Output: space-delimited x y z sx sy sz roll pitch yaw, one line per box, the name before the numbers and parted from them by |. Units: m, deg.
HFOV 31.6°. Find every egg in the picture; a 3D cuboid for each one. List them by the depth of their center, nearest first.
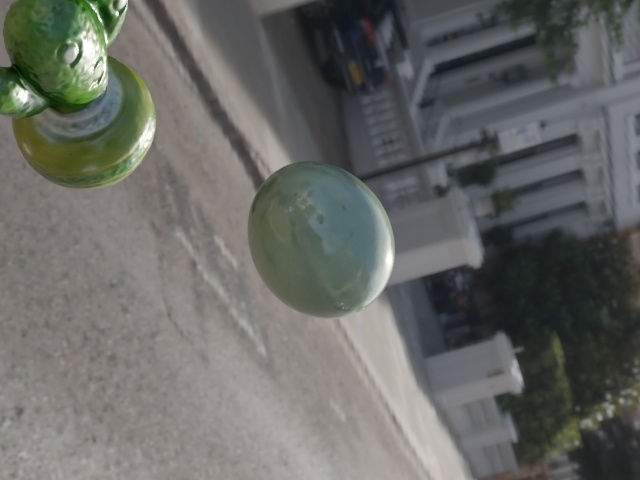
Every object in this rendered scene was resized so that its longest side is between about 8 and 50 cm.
egg | 0.000 0.000 1.191 0.149 0.149 0.192 -99 162 -44

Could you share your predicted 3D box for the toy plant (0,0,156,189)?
toy plant | -0.316 -0.203 1.396 0.184 0.224 0.316 37 -21 18
